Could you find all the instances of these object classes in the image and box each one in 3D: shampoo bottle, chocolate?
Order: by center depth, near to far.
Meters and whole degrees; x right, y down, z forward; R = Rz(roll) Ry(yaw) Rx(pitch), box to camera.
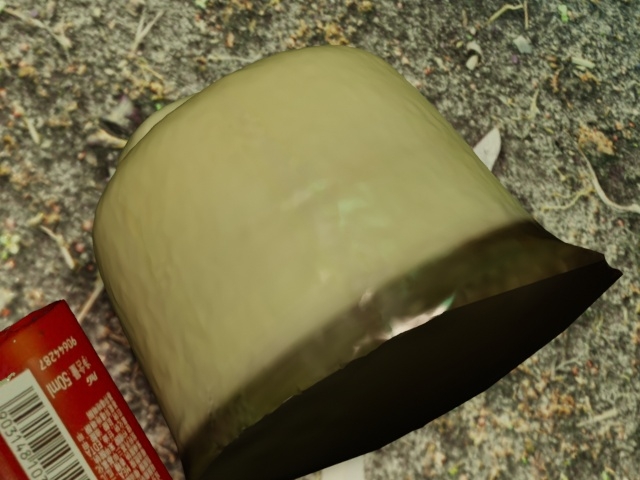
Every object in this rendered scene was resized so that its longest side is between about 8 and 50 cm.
[{"bbox_3d":[-0.141,0.196,0.649,0.118,0.076,0.314,-41,106,-49],"label":"shampoo bottle"},{"bbox_3d":[0.000,0.000,0.742,0.326,0.314,0.297,-11,66,-29],"label":"chocolate"}]
